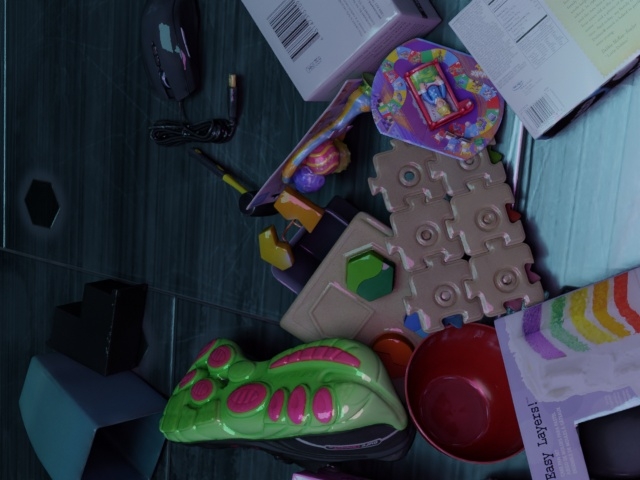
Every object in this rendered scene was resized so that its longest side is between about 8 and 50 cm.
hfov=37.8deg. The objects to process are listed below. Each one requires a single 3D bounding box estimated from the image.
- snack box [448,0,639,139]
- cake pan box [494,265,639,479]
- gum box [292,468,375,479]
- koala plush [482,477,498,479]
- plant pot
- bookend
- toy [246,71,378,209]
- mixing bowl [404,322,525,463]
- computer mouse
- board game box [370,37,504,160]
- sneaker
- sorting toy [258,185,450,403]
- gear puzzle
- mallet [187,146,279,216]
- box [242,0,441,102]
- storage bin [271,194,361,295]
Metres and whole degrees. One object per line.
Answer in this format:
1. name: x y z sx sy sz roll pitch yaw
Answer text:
1. snack box: 0.322 -0.286 1.072 0.322 0.060 0.187 -41 75 31
2. cake pan box: 0.343 0.177 1.061 0.246 0.070 0.266 -24 60 31
3. gum box: 0.060 0.367 1.292 0.189 0.107 0.062 9 86 18
4. koala plush: 0.216 0.414 1.154 0.203 0.221 0.196 51 121 17
5. plant pot: -0.400 0.296 1.590 0.234 0.166 0.165 36 115 32
6. bookend: -0.387 0.129 1.605 0.157 0.072 0.156 19 107 31
7. toy: 0.012 -0.121 1.263 0.056 0.137 0.237 45 119 13
8. mixing bowl: 0.184 0.205 1.195 0.181 0.181 0.098 54 157 15
9. computer mouse: -0.208 -0.269 1.431 0.184 0.060 0.261 9 102 34
10. board game box: 0.149 -0.181 1.166 0.169 0.033 0.133 19 85 1
11. sneaker: -0.063 0.254 1.330 0.483 0.185 0.202 -6 135 51
12. sorting toy: 0.042 0.073 1.253 0.307 0.041 0.229 33 119 -3
13. gear puzzle: 0.154 -0.057 1.193 0.176 0.044 0.338 -15 81 -2
14. mallet: -0.132 -0.093 1.428 0.190 0.062 0.039 41 117 39
15. box: 0.025 -0.305 1.233 0.182 0.119 0.181 -39 75 31
16. storage bin: 0.000 0.000 1.304 0.098 0.091 0.135 36 118 -5
